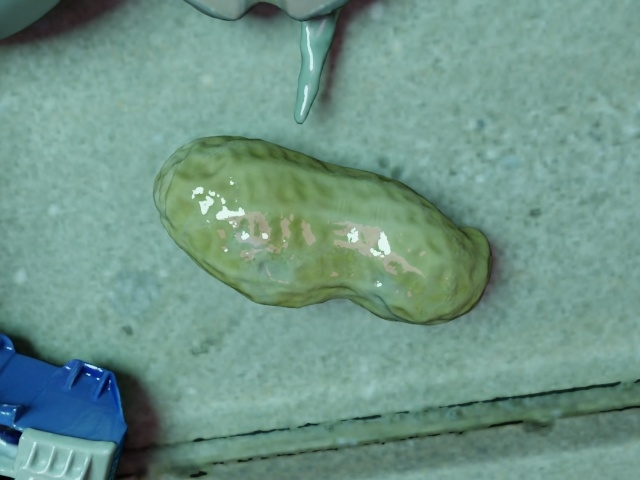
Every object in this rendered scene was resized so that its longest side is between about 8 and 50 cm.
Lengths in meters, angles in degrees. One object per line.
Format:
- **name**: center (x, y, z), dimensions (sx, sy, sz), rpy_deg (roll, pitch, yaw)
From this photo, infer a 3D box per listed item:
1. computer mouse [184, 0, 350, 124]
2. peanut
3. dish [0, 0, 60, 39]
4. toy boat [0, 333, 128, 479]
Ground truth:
- **computer mouse**: center (-0.026, -0.242, 0.307), dimensions (0.199, 0.115, 0.389), rpy_deg (1, 103, 4)
- **peanut**: center (0.000, 0.000, 0.380), dimensions (0.174, 0.080, 0.080), rpy_deg (16, 103, -2)
- **dish**: center (-0.209, -0.196, 0.264), dimensions (0.273, 0.134, 0.274), rpy_deg (9, 115, 19)
- **toy boat**: center (-0.202, 0.201, 0.428), dimensions (0.129, 0.088, 0.295), rpy_deg (20, 111, -3)
